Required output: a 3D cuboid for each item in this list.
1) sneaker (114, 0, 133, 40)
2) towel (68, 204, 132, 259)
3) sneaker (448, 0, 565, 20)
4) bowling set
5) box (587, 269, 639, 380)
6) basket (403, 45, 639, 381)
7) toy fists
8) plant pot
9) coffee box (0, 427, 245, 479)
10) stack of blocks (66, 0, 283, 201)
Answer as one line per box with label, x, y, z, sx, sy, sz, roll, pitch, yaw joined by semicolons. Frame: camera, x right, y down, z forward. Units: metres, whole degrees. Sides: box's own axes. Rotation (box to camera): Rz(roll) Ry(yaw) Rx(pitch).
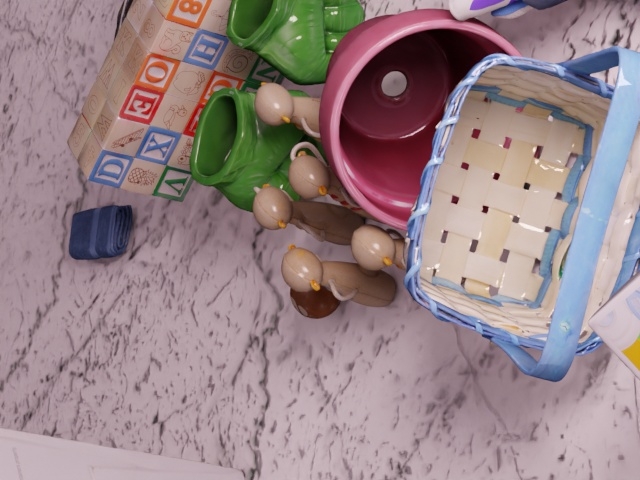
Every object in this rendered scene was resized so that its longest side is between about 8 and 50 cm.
sneaker;-0.188;-0.344;2.173;0.121;0.111;0.300;6;78;65
towel;-0.277;-0.009;2.223;0.119;0.029;0.067;-6;74;53
sneaker;0.220;-0.241;1.466;0.236;0.130;0.323;-42;30;12
bowling set;0.000;0.000;1.726;0.200;0.154;0.287;-58;38;23
box;0.307;0.083;1.229;0.203;0.103;0.114;47;126;7
basket;0.180;-0.032;1.422;0.289;0.201;0.254;-132;59;-82
toy fists;-0.031;-0.163;1.843;0.096;0.142;0.279;16;91;46
plant pot;0.085;-0.128;1.636;0.201;0.201;0.180;-66;21;14
coffee box;-0.256;0.435;1.767;0.334;0.338;0.337;-52;41;31
stack of blocks;-0.143;-0.193;1.979;0.297;0.171;0.087;-61;37;22
